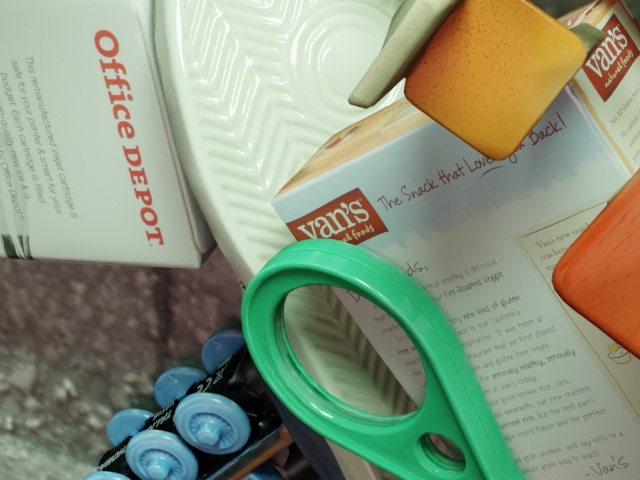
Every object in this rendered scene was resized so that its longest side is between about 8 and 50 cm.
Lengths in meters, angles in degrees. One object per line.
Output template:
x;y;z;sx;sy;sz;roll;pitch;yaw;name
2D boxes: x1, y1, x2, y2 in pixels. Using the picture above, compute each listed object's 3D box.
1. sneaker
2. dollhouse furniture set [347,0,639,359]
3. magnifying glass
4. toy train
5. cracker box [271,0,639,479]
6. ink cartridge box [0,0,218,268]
0.000;0.000;0.764;0.148;0.131;0.350;3;113;71;sneaker
0.173;-0.053;0.443;0.262;0.135;0.259;36;117;-3;dollhouse furniture set
0.059;0.091;0.652;0.231;0.026;0.092;46;136;-1;magnifying glass
-0.058;0.125;0.896;0.105;0.080;0.184;39;127;-15;toy train
0.109;0.035;0.637;0.155;0.067;0.232;-24;107;44;cracker box
-0.146;-0.071;0.796;0.203;0.086;0.148;3;123;22;ink cartridge box
